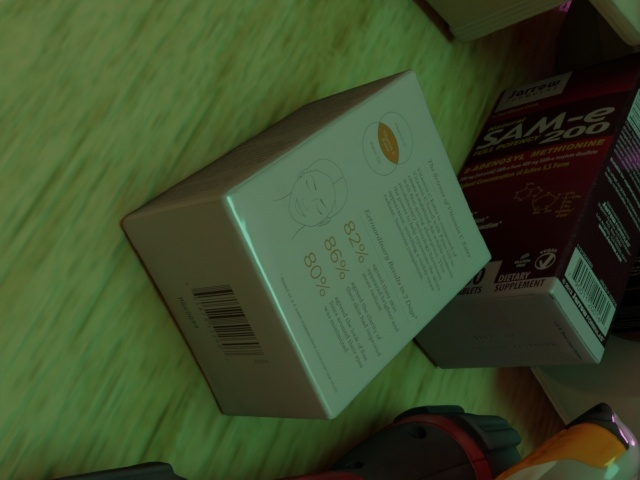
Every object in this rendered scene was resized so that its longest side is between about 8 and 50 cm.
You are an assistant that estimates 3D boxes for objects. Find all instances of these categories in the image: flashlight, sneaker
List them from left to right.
[{"bbox_3d":[-0.005,0.144,0.489,0.304,0.103,0.103,7,94,-47],"label":"flashlight"},{"bbox_3d":[0.142,0.195,0.492,0.099,0.121,0.262,-28,140,-24],"label":"sneaker"}]

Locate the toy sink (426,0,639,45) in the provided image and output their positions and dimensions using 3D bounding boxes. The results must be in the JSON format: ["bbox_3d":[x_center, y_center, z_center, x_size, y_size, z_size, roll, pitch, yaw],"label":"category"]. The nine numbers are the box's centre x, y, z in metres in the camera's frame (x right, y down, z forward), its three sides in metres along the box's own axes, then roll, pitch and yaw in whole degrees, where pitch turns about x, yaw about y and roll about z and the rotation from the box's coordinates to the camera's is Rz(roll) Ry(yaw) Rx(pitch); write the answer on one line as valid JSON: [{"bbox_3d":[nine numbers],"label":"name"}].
[{"bbox_3d":[0.134,-0.247,0.676,0.234,0.131,0.153,36,60,-30],"label":"toy sink"}]

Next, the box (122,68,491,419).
[{"bbox_3d":[0.000,0.000,0.530,0.170,0.091,0.130,-38,109,-41],"label":"box"}]

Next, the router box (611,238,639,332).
[{"bbox_3d":[0.219,0.006,0.684,0.046,0.179,0.133,51,52,-24],"label":"router box"}]

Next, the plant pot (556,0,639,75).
[{"bbox_3d":[0.287,-0.165,0.824,0.237,0.109,0.237,10,75,-41],"label":"plant pot"}]

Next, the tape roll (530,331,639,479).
[{"bbox_3d":[0.301,0.088,0.707,0.169,0.246,0.246,55,51,-23],"label":"tape roll"}]

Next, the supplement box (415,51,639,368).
[{"bbox_3d":[0.161,-0.024,0.666,0.073,0.130,0.239,51,51,-26],"label":"supplement box"}]
